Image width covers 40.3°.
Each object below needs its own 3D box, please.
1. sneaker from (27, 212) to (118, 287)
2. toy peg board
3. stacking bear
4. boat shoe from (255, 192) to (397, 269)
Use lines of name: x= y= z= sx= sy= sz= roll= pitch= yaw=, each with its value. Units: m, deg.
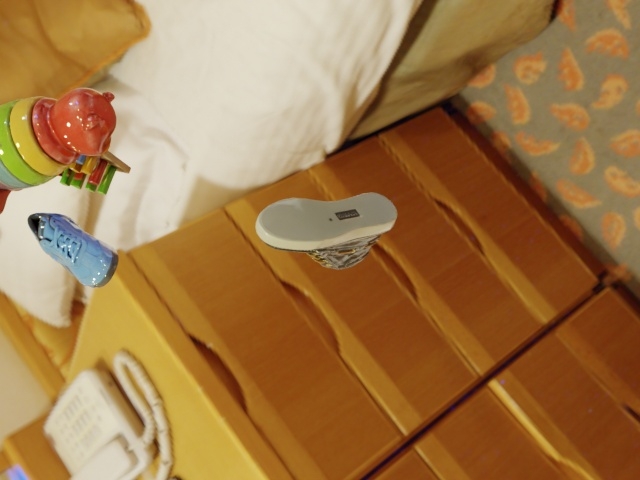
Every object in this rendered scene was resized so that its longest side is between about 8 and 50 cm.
sneaker: x=-0.369 y=0.010 z=1.273 sx=0.082 sy=0.069 sz=0.209 roll=32 pitch=177 yaw=-43
toy peg board: x=-0.520 y=-0.164 z=1.854 sx=0.161 sy=0.079 sz=0.160 roll=13 pitch=166 yaw=24
stacking bear: x=-0.480 y=-0.175 z=1.513 sx=0.289 sy=0.175 sz=0.164 roll=-18 pitch=117 yaw=21
boat shoe: x=0.000 y=0.000 z=0.975 sx=0.065 sy=0.183 sz=0.083 roll=59 pitch=138 yaw=29
